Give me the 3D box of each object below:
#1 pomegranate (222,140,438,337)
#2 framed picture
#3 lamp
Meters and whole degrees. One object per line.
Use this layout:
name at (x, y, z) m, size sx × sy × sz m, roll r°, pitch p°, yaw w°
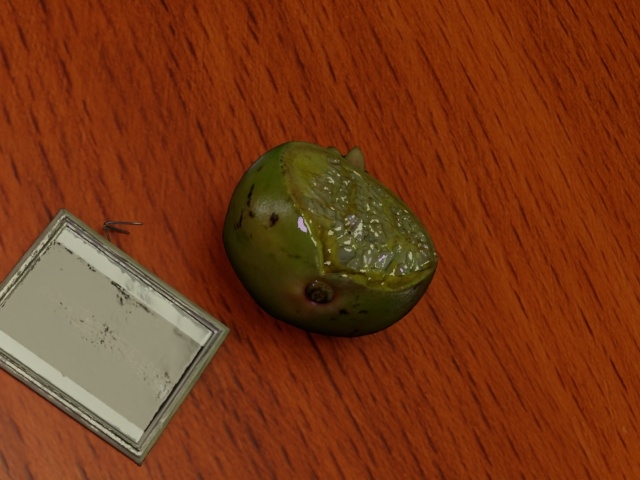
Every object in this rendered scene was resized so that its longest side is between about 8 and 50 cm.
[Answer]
pomegranate at (0.000, 0.000, 1.575) m, size 0.310 × 0.216 × 0.358 m, roll 29°, pitch 26°, yaw -13°
framed picture at (-0.294, 0.125, 1.429) m, size 0.293 × 0.018 × 0.231 m, roll 37°, pitch 64°, yaw -9°
lamp at (-0.279, 0.033, 1.497) m, size 0.054 × 0.041 × 0.121 m, roll 3°, pitch 69°, yaw -19°
